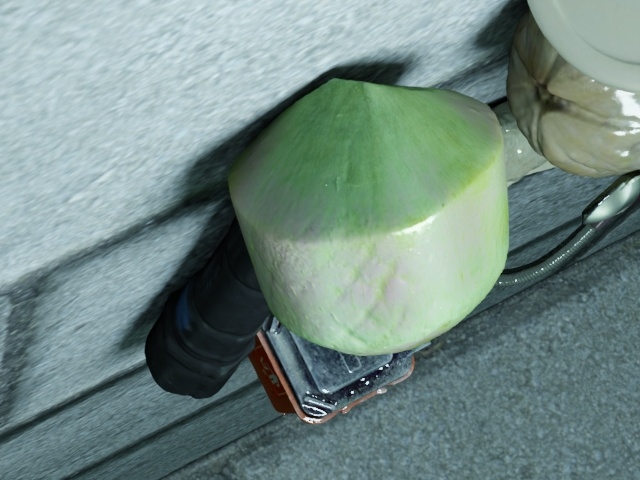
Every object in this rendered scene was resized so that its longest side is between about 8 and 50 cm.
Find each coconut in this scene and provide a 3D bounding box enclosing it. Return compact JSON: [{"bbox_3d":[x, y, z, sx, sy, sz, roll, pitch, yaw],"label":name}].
[{"bbox_3d":[0.039,-0.028,1.502,0.236,0.236,0.204,-35,-155,31],"label":"coconut"}]

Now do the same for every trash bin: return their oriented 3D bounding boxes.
[{"bbox_3d":[0.008,0.127,2.372,0.184,0.161,0.239,-26,178,-15],"label":"trash bin"}]

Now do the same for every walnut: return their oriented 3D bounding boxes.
[{"bbox_3d":[0.247,-0.146,1.573,0.230,0.178,0.178,-34,176,-41],"label":"walnut"}]

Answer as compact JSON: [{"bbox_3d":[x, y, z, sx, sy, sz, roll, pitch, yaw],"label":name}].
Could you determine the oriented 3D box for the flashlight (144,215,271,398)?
[{"bbox_3d":[-0.082,0.050,1.844,0.103,0.103,0.424,-25,168,-24],"label":"flashlight"}]

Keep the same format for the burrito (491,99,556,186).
[{"bbox_3d":[0.207,-0.104,1.921,0.392,0.076,0.117,-26,162,-29],"label":"burrito"}]

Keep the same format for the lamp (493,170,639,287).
[{"bbox_3d":[0.141,-0.024,1.679,0.283,0.124,0.203,6,177,11],"label":"lamp"}]

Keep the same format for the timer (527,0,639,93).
[{"bbox_3d":[0.263,-0.202,1.340,0.175,0.175,0.266,-34,175,27],"label":"timer"}]
